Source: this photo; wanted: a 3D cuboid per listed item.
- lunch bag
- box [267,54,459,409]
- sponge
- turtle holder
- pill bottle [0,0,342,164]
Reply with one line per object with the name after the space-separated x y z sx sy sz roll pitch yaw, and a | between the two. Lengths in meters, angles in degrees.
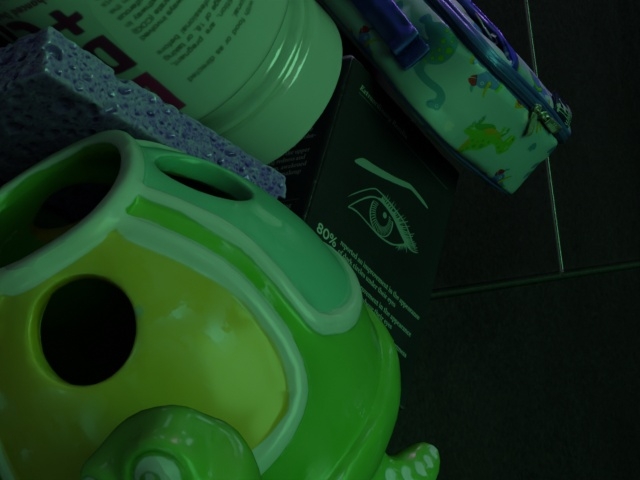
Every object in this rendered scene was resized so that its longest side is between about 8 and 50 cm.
0.082 -0.144 1.140 0.176 0.090 0.219 34 16 -51 | lunch bag
0.000 0.000 1.082 0.153 0.108 0.207 44 50 -39 | box
-0.129 -0.051 0.911 0.210 0.117 0.031 31 52 -46 | sponge
-0.095 0.085 0.809 0.227 0.243 0.320 59 28 -25 | turtle holder
-0.119 -0.164 0.912 0.283 0.160 0.160 39 54 -42 | pill bottle
